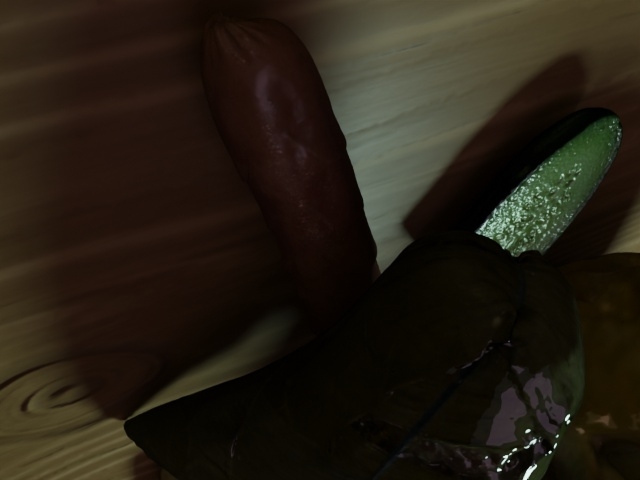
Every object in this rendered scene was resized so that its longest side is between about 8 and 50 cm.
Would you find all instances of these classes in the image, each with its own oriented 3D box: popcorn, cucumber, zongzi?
[{"bbox_3d":[0.399,0.200,0.718,0.354,0.344,0.390,26,108,-40],"label":"popcorn"},{"bbox_3d":[0.209,-0.037,0.574,0.115,0.063,0.244,22,118,-34],"label":"cucumber"},{"bbox_3d":[-0.011,0.126,0.463,0.392,0.174,0.356,16,127,10],"label":"zongzi"}]

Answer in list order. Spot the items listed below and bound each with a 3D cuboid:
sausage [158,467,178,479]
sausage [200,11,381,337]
[{"bbox_3d":[-0.182,0.385,0.768,0.065,0.066,0.301,-15,136,-18],"label":"sausage"},{"bbox_3d":[0.002,0.001,0.470,0.087,0.088,0.433,-26,141,-6],"label":"sausage"}]
